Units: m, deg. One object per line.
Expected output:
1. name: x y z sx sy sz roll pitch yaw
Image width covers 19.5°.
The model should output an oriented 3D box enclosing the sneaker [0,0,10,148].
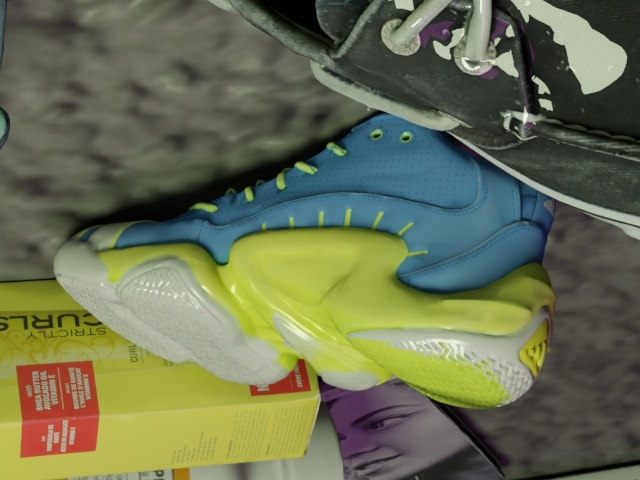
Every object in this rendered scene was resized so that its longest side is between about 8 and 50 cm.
1. sneaker: -0.172 -0.051 0.612 0.110 0.122 0.283 -31 169 -42

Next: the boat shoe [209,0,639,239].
1. boat shoe: 0.044 -0.080 0.535 0.102 0.301 0.108 7 111 -53

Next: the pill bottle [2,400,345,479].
1. pill bottle: -0.116 0.139 0.973 0.246 0.136 0.136 -2 149 -13

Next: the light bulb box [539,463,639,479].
1. light bulb box: 0.302 0.318 1.346 0.358 0.225 0.361 -8 151 -6

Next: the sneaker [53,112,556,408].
1. sneaker: 0.000 0.000 0.844 0.240 0.126 0.091 11 155 23

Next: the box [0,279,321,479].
1. box: -0.122 0.067 0.901 0.232 0.087 0.058 -2 142 -14

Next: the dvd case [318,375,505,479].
1. dvd case: 0.004 0.131 1.127 0.164 0.018 0.221 -19 149 14
